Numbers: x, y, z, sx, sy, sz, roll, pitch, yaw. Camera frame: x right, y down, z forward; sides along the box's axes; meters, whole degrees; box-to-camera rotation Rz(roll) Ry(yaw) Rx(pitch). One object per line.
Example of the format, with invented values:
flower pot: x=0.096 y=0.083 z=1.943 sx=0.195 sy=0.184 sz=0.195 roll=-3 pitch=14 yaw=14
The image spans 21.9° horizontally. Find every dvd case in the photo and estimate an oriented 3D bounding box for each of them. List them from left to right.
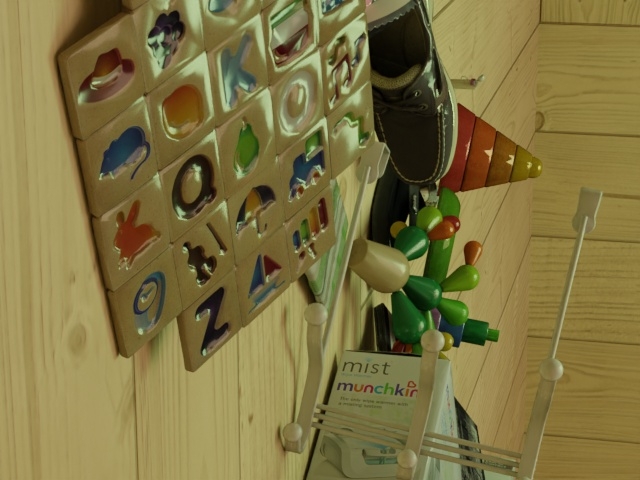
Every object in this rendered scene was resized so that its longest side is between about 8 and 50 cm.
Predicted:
dvd case: x=0.127 y=0.196 z=1.907 sx=0.221 sy=0.018 sz=0.164 roll=53 pitch=18 yaw=-27

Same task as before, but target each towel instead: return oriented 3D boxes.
towel: x=0.000 y=0.000 z=1.590 sx=0.152 sy=0.023 sz=0.113 roll=73 pitch=26 yaw=-64

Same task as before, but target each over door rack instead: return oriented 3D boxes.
over door rack: x=0.115 y=0.064 z=1.540 sx=0.108 sy=0.239 sz=0.324 roll=79 pitch=26 yaw=-71

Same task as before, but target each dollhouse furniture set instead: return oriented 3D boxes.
dollhouse furniture set: x=0.168 y=-0.178 z=2.143 sx=0.114 sy=0.081 sz=0.091 roll=-66 pitch=157 yaw=-57

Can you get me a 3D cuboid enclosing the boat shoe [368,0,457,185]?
boat shoe: x=0.081 y=-0.179 z=1.724 sx=0.092 sy=0.103 sz=0.285 roll=-56 pitch=144 yaw=-57

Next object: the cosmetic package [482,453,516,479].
cosmetic package: x=0.145 y=0.364 z=2.009 sx=0.151 sy=0.151 sz=0.184 roll=-56 pitch=152 yaw=-66

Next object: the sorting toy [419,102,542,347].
sorting toy: x=0.193 y=-0.010 z=1.993 sx=0.127 sy=0.126 sz=0.365 roll=98 pitch=5 yaw=-50

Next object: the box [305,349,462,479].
box: x=0.067 y=0.287 z=1.734 sx=0.231 sy=0.127 sz=0.262 roll=-71 pitch=160 yaw=-44

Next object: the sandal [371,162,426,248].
sandal: x=0.102 y=-0.055 z=1.941 sx=0.097 sy=0.054 sz=0.254 roll=78 pitch=20 yaw=-52

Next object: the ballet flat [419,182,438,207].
ballet flat: x=0.125 y=-0.080 z=2.103 sx=0.041 sy=0.041 sz=0.114 roll=-71 pitch=160 yaw=-51

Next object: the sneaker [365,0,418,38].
sneaker: x=-0.035 y=-0.191 z=1.248 sx=0.131 sy=0.112 sz=0.319 roll=60 pitch=24 yaw=-2

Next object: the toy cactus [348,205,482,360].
toy cactus: x=0.091 y=0.046 z=1.797 sx=0.180 sy=0.112 sz=0.219 roll=31 pitch=62 yaw=-39

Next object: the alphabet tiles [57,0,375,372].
alphabet tiles: x=-0.054 y=-0.089 z=1.077 sx=0.285 sy=0.011 sz=0.342 roll=-42 pitch=141 yaw=-38
